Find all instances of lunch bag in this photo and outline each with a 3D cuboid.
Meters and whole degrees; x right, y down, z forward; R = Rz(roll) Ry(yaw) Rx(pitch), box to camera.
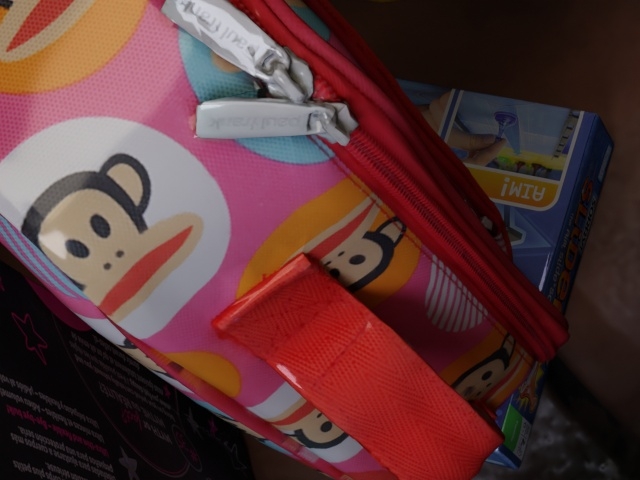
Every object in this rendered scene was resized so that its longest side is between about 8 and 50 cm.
[{"bbox_3d":[-0.037,-0.025,0.591,0.120,0.293,0.258,-44,63,2],"label":"lunch bag"}]

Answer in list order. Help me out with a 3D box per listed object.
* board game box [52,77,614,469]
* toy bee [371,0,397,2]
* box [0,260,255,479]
[{"bbox_3d":[0.000,0.000,0.754,0.201,0.035,0.136,13,76,24],"label":"board game box"},{"bbox_3d":[0.062,-0.156,0.561,0.298,0.162,0.195,37,111,18],"label":"toy bee"},{"bbox_3d":[-0.124,0.119,0.639,0.163,0.247,0.142,-25,64,11],"label":"box"}]
